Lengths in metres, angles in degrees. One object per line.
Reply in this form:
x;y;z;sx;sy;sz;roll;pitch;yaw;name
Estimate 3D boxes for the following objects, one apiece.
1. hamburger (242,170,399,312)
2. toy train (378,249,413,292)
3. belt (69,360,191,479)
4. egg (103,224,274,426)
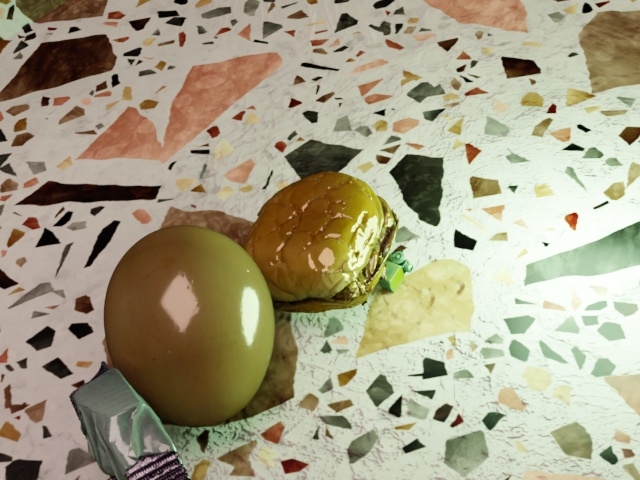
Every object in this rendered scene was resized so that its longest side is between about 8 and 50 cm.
0.000;0.000;2.307;0.318;0.158;0.319;-17;43;17;hamburger
0.118;0.050;2.339;0.122;0.050;0.081;19;64;33;toy train
-0.301;0.352;1.971;0.122;0.260;0.325;-28;35;-16;belt
-0.229;0.150;2.138;0.301;0.301;0.374;-13;62;1;egg
